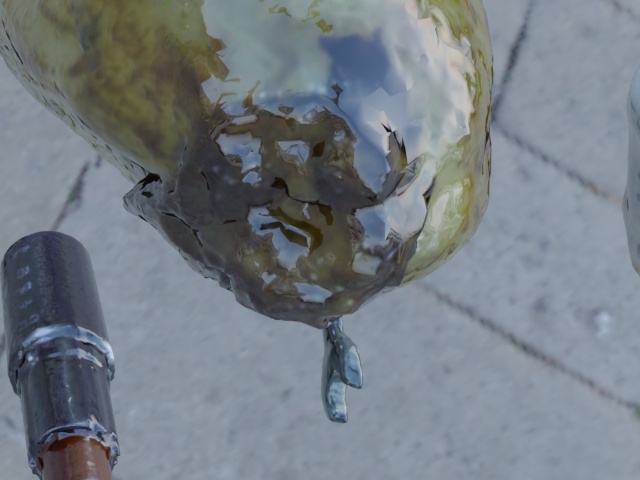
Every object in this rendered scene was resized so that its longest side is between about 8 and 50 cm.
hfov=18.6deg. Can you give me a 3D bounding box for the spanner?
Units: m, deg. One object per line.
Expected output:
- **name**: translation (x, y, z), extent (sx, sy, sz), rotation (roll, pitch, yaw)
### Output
- **spanner**: translation (0.000, 0.000, 1.294), extent (0.015, 0.054, 0.254), rotation (3, 57, -17)

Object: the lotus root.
- **lotus root**: translation (-0.034, -0.061, 0.476), extent (0.097, 0.258, 0.110), rotation (-46, 124, -5)

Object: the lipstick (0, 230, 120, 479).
- **lipstick**: translation (-0.188, 0.101, 1.434), extent (0.081, 0.081, 0.299), rotation (14, 30, -24)

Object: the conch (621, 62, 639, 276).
- **conch**: translation (0.202, -0.048, 1.015), extent (0.094, 0.176, 0.104), rotation (-39, 62, -22)
